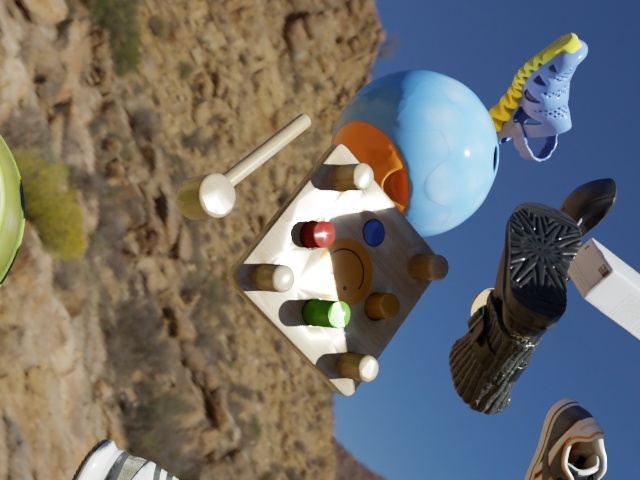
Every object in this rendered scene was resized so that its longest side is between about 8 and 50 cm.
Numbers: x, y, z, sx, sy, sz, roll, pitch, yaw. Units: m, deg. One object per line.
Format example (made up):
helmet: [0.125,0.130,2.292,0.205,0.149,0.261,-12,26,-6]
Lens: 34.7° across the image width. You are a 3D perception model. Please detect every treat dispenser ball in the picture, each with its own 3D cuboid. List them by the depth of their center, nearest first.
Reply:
treat dispenser ball: [0.160,-0.149,1.761,0.288,0.288,0.288,56,-12,19]

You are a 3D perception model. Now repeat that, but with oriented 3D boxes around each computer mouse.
computer mouse: [0.497,-0.008,2.068,0.262,0.060,0.184,-50,-157,39]

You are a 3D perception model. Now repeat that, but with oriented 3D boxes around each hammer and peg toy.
hammer and peg toy: [0.000,0.000,1.383,0.361,0.266,0.127,49,-25,-24]

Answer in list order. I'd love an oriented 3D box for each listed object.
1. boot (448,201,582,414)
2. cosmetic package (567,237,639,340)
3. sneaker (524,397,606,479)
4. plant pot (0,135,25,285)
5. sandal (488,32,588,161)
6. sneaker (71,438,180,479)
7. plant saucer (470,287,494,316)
boot: [0.335,0.111,1.801,0.131,0.348,0.260,24,-50,5]
cosmetic package: [0.576,0.106,1.939,0.231,0.085,0.117,32,22,-24]
sneaker: [0.532,0.508,2.231,0.127,0.126,0.321,45,-42,50]
plant pot: [-0.514,-0.042,1.214,0.366,0.366,0.353,62,-21,-11]
sandal: [0.402,-0.247,1.831,0.138,0.126,0.317,49,-23,11]
sneaker: [-0.336,0.570,1.633,0.257,0.447,0.169,25,-2,3]
plant saucer: [0.358,0.139,2.270,0.015,0.083,0.083,35,-25,43]
